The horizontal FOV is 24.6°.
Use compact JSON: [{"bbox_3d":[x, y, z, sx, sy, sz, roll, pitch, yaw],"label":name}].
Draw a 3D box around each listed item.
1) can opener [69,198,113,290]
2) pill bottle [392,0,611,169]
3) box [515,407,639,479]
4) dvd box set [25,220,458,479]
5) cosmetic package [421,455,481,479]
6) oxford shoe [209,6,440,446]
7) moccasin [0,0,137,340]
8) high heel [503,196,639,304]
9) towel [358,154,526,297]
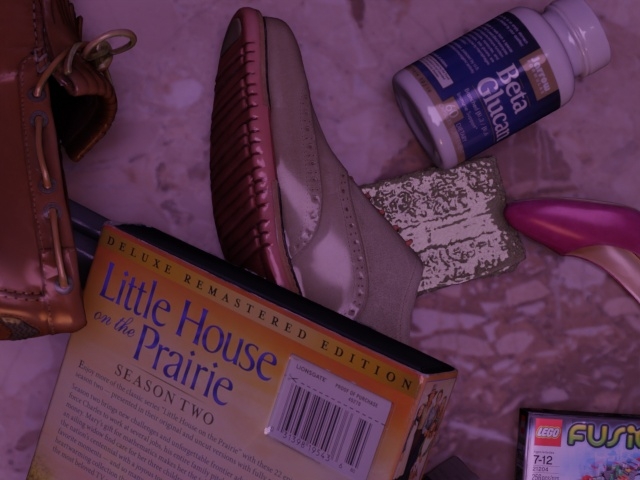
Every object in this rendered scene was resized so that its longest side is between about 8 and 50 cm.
[{"bbox_3d":[-0.257,-0.011,1.225,0.280,0.074,0.093,23,122,-2],"label":"can opener"},{"bbox_3d":[0.154,-0.138,1.235,0.169,0.094,0.094,-30,92,-4],"label":"pill bottle"},{"bbox_3d":[0.273,0.208,1.272,0.207,0.036,0.114,3,89,-4],"label":"box"},{"bbox_3d":[-0.099,0.232,1.119,0.307,0.062,0.420,23,101,29],"label":"dvd box set"},{"bbox_3d":[0.077,0.335,1.207,0.224,0.138,0.224,-29,92,-3],"label":"cosmetic package"},{"bbox_3d":[0.000,0.000,1.211,0.146,0.140,0.397,-8,86,-18],"label":"oxford shoe"},{"bbox_3d":[-0.214,-0.106,1.143,0.147,0.139,0.380,0,59,-2],"label":"moccasin"},{"bbox_3d":[0.263,0.039,1.251,0.244,0.082,0.117,16,78,-17],"label":"high heel"},{"bbox_3d":[0.094,-0.009,1.264,0.148,0.027,0.110,-17,90,-3],"label":"towel"}]
